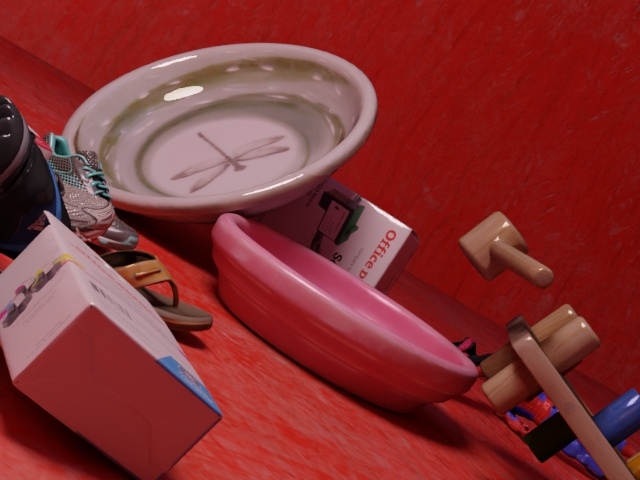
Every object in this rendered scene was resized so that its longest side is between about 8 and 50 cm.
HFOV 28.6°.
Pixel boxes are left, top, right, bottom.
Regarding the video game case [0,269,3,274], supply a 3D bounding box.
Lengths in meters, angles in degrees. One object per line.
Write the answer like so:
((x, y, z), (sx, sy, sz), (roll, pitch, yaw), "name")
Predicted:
((-0.283, -0.004, 0.789), (0.190, 0.022, 0.173), (33, 5, 23), "video game case")

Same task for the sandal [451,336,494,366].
((0.173, 0.149, 1.653), (0.179, 0.040, 0.067), (3, -19, -46), "sandal")

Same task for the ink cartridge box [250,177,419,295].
((0.000, 0.000, 1.688), (0.219, 0.160, 0.092), (32, -2, 14), "ink cartridge box")

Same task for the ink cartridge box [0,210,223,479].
((-0.135, 0.057, 0.740), (0.104, 0.061, 0.181), (46, -2, -26), "ink cartridge box")

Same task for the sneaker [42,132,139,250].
((-0.235, -0.050, 1.236), (0.166, 0.076, 0.065), (34, 6, 24), "sneaker")

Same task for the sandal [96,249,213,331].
((-0.164, 0.027, 1.059), (0.180, 0.049, 0.072), (31, 5, -16), "sandal")

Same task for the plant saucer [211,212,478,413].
((0.014, 0.088, 1.379), (0.332, 0.084, 0.332), (31, 5, -3), "plant saucer")

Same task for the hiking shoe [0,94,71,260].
((-0.291, -0.073, 0.937), (0.304, 0.113, 0.132), (39, -18, 44), "hiking shoe")

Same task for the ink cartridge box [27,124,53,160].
((-0.344, -0.110, 1.230), (0.109, 0.063, 0.150), (28, 6, -39), "ink cartridge box")

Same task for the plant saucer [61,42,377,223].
((-0.123, -0.119, 1.590), (0.400, 0.400, 0.101), (37, -36, 45), "plant saucer")

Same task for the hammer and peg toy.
((0.243, 0.151, 1.303), (0.361, 0.127, 0.266), (54, 6, 2), "hammer and peg toy")

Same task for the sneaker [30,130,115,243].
((-0.268, -0.066, 1.085), (0.225, 0.093, 0.088), (29, 5, -38), "sneaker")

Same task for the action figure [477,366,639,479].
((0.323, 0.244, 1.687), (0.280, 0.091, 0.139), (34, -4, 19), "action figure")
